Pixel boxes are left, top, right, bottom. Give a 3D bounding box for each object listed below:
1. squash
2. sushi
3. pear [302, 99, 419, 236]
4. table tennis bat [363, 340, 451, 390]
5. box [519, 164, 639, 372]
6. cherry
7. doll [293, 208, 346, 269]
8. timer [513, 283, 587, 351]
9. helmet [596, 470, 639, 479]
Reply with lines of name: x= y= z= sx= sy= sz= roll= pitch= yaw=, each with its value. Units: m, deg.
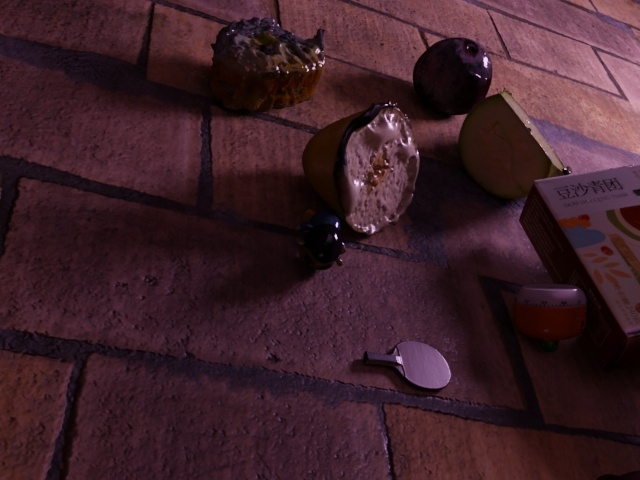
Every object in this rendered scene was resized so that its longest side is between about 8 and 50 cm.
squash: x=0.486 y=-0.230 z=1.801 sx=0.309 sy=0.210 sz=0.233 roll=-24 pitch=74 yaw=-40
sushi: x=-0.106 y=-0.362 z=1.635 sx=0.274 sy=0.139 sz=0.184 roll=-11 pitch=52 yaw=-35
pear: x=0.052 y=-0.142 z=1.476 sx=0.178 sy=0.266 sz=0.267 roll=14 pitch=27 yaw=35
table tennis bat: x=0.141 y=0.199 z=1.269 sx=0.158 sy=0.014 sz=0.095 roll=12 pitch=43 yaw=-24
box: x=0.629 y=0.033 z=1.519 sx=0.345 sy=0.122 sz=0.385 roll=-10 pitch=52 yaw=-12
cherry: x=0.324 y=-0.403 z=1.909 sx=0.195 sy=0.195 sz=0.195 roll=17 pitch=40 yaw=-15
doll: x=0.000 y=0.000 z=1.354 sx=0.102 sy=0.088 sz=0.179 roll=24 pitch=15 yaw=-7
timer: x=0.418 y=0.142 z=1.430 sx=0.136 sy=0.136 sz=0.099 roll=38 pitch=9 yaw=11
helmet: x=0.503 y=0.407 z=1.191 sx=0.155 sy=0.106 sz=0.175 roll=20 pitch=35 yaw=-12
